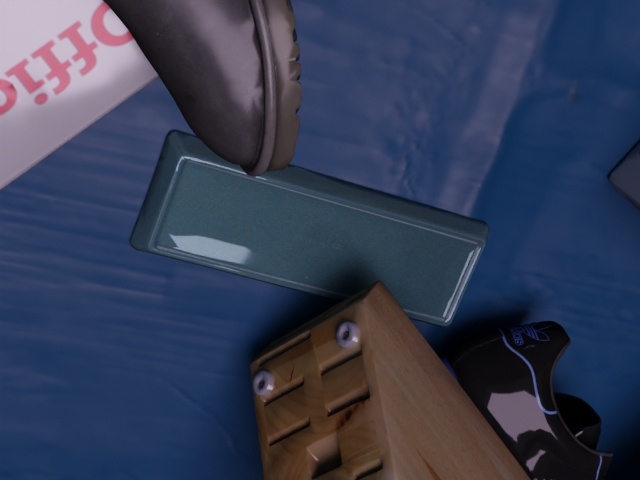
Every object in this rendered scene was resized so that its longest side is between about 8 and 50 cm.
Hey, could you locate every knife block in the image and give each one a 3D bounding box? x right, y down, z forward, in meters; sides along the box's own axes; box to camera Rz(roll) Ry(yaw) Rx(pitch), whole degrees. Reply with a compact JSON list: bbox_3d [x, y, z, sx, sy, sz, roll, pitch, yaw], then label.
[{"bbox_3d":[0.089,0.182,0.645,0.088,0.276,0.242,-31,145,33],"label":"knife block"}]

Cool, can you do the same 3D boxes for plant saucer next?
[{"bbox_3d":[0.000,0.000,0.644,0.192,0.018,0.067,15,108,-23],"label":"plant saucer"}]

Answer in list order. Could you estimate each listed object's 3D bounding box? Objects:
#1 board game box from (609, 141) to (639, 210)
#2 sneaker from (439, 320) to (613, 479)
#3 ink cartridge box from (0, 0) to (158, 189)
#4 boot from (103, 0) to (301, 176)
[{"bbox_3d":[0.350,-0.069,0.674,0.224,0.097,0.303,36,98,-27],"label":"board game box"},{"bbox_3d":[0.133,0.153,0.712,0.090,0.081,0.232,-22,116,2],"label":"sneaker"},{"bbox_3d":[-0.215,-0.151,0.453,0.226,0.131,0.306,-35,116,0],"label":"ink cartridge box"},{"bbox_3d":[-0.122,-0.088,0.393,0.208,0.076,0.190,-19,102,-18],"label":"boot"}]
